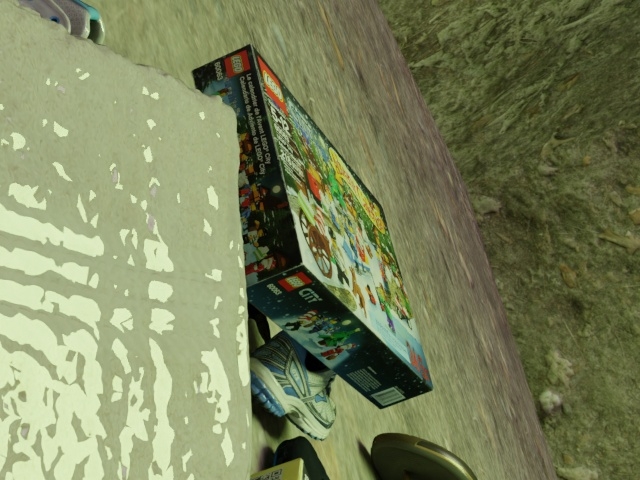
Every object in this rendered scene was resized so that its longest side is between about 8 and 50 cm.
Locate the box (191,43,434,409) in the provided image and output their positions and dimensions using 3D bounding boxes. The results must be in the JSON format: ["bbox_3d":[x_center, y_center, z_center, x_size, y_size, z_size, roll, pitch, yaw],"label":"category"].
[{"bbox_3d":[0.000,0.000,0.792,0.233,0.044,0.159,46,26,-57],"label":"box"}]

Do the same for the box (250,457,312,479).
[{"bbox_3d":[-0.001,0.226,0.599,0.058,0.087,0.232,-80,146,-69],"label":"box"}]

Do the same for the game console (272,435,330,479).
[{"bbox_3d":[0.094,0.272,0.740,0.250,0.173,0.293,-83,151,-66],"label":"game console"}]

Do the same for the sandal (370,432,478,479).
[{"bbox_3d":[0.103,0.263,1.084,0.060,0.090,0.219,-55,134,-50],"label":"sandal"}]

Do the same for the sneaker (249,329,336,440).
[{"bbox_3d":[-0.009,0.095,0.821,0.052,0.058,0.135,40,-2,24],"label":"sneaker"}]

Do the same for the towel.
[{"bbox_3d":[-0.107,0.008,0.415,0.282,0.049,0.187,22,61,-62],"label":"towel"}]

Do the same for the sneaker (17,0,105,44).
[{"bbox_3d":[-0.141,-0.101,0.538,0.071,0.083,0.190,-33,101,-77],"label":"sneaker"}]

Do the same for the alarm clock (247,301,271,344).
[{"bbox_3d":[-0.058,-0.026,0.854,0.192,0.064,0.129,-104,167,-45],"label":"alarm clock"}]
